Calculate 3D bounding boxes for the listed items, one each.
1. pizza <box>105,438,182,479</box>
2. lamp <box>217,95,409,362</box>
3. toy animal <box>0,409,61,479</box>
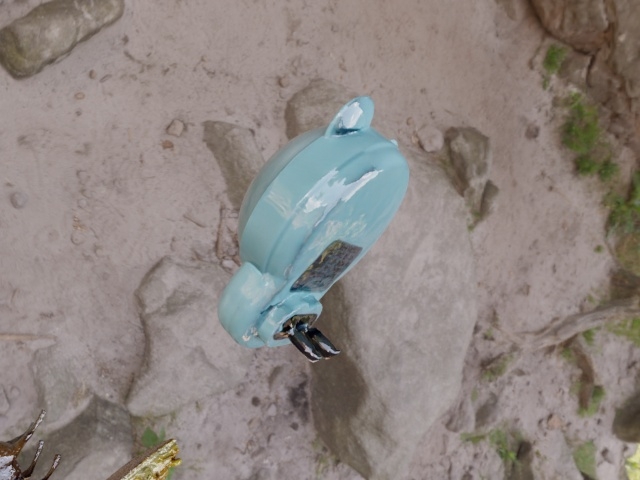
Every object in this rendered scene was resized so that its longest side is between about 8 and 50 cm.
[{"bbox_3d":[-0.496,0.614,1.109,0.258,0.268,0.087,-23,80,-55],"label":"pizza"},{"bbox_3d":[-0.009,-0.006,0.502,0.209,0.147,0.283,20,92,-66],"label":"lamp"},{"bbox_3d":[-0.667,0.468,0.925,0.260,0.087,0.243,-50,126,-64],"label":"toy animal"}]
